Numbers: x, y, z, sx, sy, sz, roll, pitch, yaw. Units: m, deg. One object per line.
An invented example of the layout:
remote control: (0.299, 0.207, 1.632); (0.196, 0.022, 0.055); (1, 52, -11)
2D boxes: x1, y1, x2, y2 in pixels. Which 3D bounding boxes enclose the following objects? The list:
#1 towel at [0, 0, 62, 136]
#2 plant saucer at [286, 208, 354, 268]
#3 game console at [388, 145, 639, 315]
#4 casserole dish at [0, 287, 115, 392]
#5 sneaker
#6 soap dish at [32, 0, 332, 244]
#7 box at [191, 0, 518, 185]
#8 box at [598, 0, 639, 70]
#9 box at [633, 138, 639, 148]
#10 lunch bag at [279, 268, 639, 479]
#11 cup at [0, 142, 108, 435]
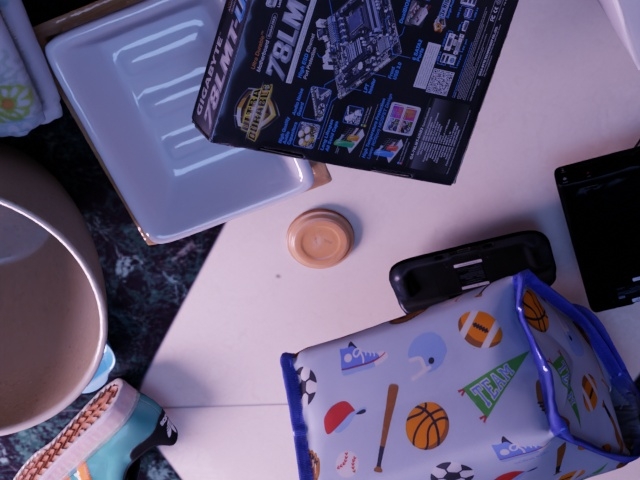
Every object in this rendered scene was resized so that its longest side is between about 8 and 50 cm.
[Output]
towel: (-0.455, -0.258, 1.246); (0.320, 0.090, 0.374); (-2, 128, 22)
plant saucer: (0.000, 0.000, 1.530); (0.083, 0.013, 0.083); (-2, 123, -2)
game console: (0.258, 0.012, 1.513); (0.361, 0.044, 0.213); (-14, 128, 11)
casserole dish: (-0.340, 0.118, 1.575); (0.114, 0.037, 0.188); (-34, 119, 17)
sneaker: (-0.313, 0.316, 1.659); (0.121, 0.108, 0.302); (40, 111, -19)
soap dish: (-0.146, -0.154, 1.362); (0.229, 0.118, 0.291); (-20, 122, 10)
box: (0.048, -0.218, 1.269); (0.293, 0.073, 0.296); (8, 111, -27)
box: (0.421, -0.342, 1.213); (0.345, 0.215, 0.168); (-22, 121, 11)
box: (0.416, -0.076, 1.492); (0.116, 0.029, 0.162); (22, 118, -16)
lunch bag: (0.188, 0.207, 1.506); (0.327, 0.239, 0.385); (-21, 153, 25)
cup: (-0.390, 0.017, 1.387); (0.331, 0.237, 0.331); (-1, 125, -2)
